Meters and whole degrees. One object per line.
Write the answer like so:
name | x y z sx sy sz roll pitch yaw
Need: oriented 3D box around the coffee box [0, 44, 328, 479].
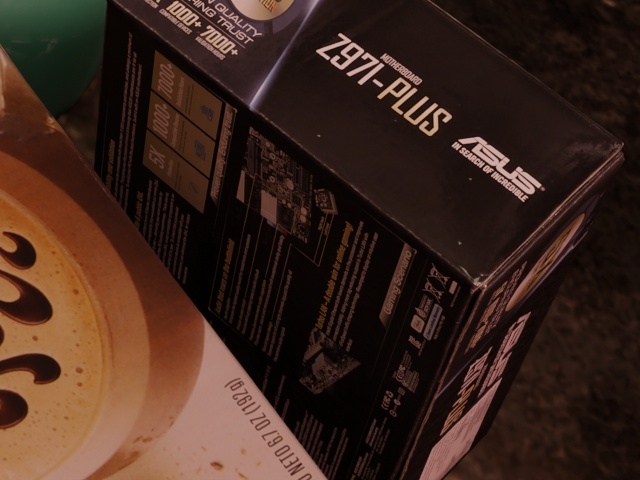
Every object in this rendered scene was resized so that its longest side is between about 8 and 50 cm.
coffee box | -0.096 0.104 0.505 0.168 0.119 0.297 -28 74 -38

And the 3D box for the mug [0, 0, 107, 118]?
mug | -0.134 -0.131 0.654 0.129 0.097 0.158 6 58 -23

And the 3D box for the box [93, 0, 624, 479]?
box | 0.000 0.000 0.564 0.147 0.180 0.077 38 57 17
